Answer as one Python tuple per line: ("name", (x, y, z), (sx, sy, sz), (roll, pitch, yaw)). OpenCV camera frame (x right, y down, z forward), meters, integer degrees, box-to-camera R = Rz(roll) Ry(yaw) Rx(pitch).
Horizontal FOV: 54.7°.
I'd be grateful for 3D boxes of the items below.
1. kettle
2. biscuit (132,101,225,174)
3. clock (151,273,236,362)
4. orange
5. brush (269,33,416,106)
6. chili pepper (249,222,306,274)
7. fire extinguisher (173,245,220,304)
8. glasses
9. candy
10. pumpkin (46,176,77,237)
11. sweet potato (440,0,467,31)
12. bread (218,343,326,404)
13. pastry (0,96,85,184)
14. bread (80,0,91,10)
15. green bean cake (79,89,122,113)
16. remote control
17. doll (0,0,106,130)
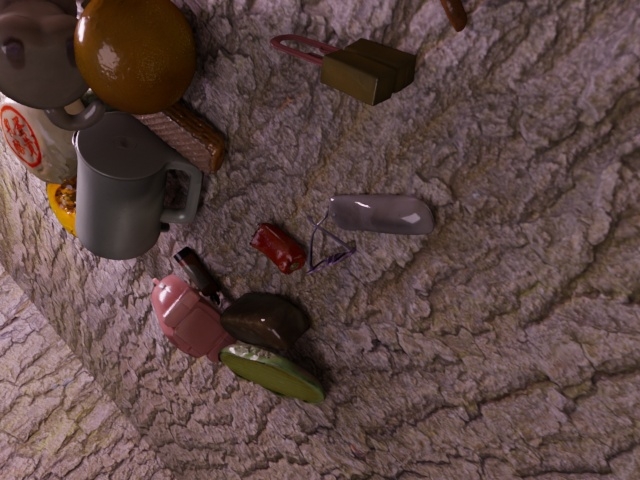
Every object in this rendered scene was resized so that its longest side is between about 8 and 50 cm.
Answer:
("kettle", (-0.436, -0.106, 1.432), (0.265, 0.205, 0.318), (34, 140, 6))
("biscuit", (-0.354, -0.284, 1.328), (0.379, 0.054, 0.094), (39, 146, 10))
("clock", (-0.360, 0.198, 1.651), (0.227, 0.142, 0.241), (49, 168, -35))
("orange", (-0.338, -0.348, 1.141), (0.236, 0.236, 0.236), (27, 138, 28))
("brush", (0.018, -0.276, 0.927), (0.233, 0.103, 0.047), (30, 136, 27))
("chili pepper", (-0.088, 0.019, 1.319), (0.123, 0.073, 0.070), (41, -175, 17))
("fire extinguisher", (-0.319, 0.098, 1.644), (0.177, 0.050, 0.062), (53, 154, -2))
("glasses", (0.000, 0.000, 1.214), (0.140, 0.062, 0.103), (-20, 104, 51))
("candy", (-0.135, 0.194, 1.488), (0.234, 0.104, 0.102), (-1, 125, 48))
("pumpkin", (-0.653, -0.119, 1.735), (0.280, 0.139, 0.190), (-14, 106, 54))
("sweet potato", (0.155, -0.349, 0.774), (0.044, 0.044, 0.179), (15, 129, 39))
("bread", (-0.117, 0.341, 1.571), (0.301, 0.045, 0.301), (19, 153, 10))
("pastry", (-0.651, -0.259, 1.475), (0.265, 0.133, 0.264), (22, 133, 26))
("bread", (-0.455, -0.457, 1.330), (0.068, 0.028, 0.153), (-14, 111, 51))
("green bean cake", (-0.550, -0.270, 1.545), (0.185, 0.094, 0.183), (-22, 103, 47))
("remote control", (0.100, -0.040, 1.088), (0.229, 0.044, 0.073), (5, 127, 44))
("doll", (-0.578, -0.418, 1.246), (0.370, 0.215, 0.226), (62, 161, 22))
